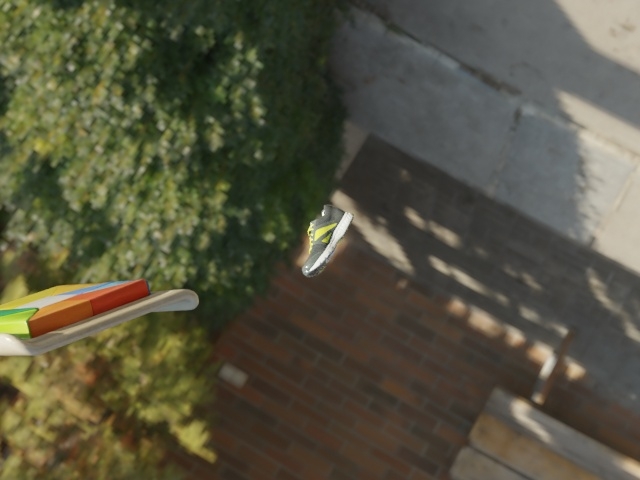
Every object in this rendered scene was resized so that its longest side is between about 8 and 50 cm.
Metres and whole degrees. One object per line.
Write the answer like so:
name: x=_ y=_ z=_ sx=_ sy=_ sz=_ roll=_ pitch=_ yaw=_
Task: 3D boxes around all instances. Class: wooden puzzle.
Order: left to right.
wooden puzzle: x=-0.282 y=0.078 z=1.278 sx=0.221 sy=0.044 sz=0.239 roll=-6 pitch=-174 yaw=42

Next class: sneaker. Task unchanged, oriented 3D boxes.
sneaker: x=0.000 y=0.000 z=1.202 sx=0.035 sy=0.083 sz=0.031 roll=30 pitch=150 yaw=6
